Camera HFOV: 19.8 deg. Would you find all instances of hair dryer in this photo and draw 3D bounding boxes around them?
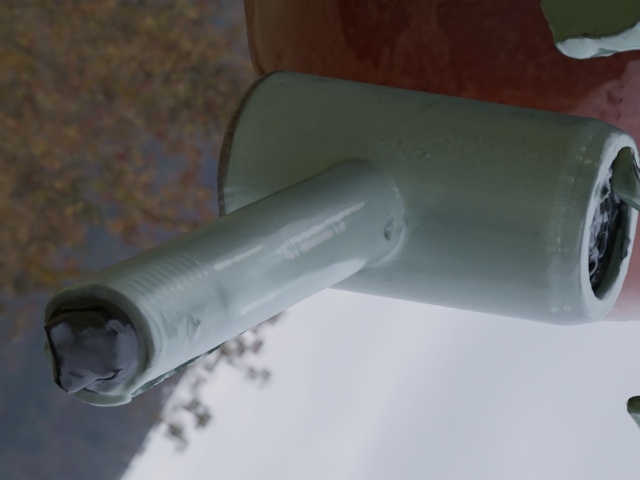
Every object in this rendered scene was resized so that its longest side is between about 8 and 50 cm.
[{"bbox_3d":[0.000,0.000,0.542,0.236,0.131,0.073,-20,117,-61],"label":"hair dryer"}]

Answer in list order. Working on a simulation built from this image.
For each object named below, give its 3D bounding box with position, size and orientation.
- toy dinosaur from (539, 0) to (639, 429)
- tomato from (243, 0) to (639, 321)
[{"bbox_3d":[0.157,-0.079,0.502,0.393,0.205,0.092,-63,-149,5],"label":"toy dinosaur"},{"bbox_3d":[0.121,-0.119,0.820,0.321,0.321,0.321,-55,-169,15],"label":"tomato"}]
